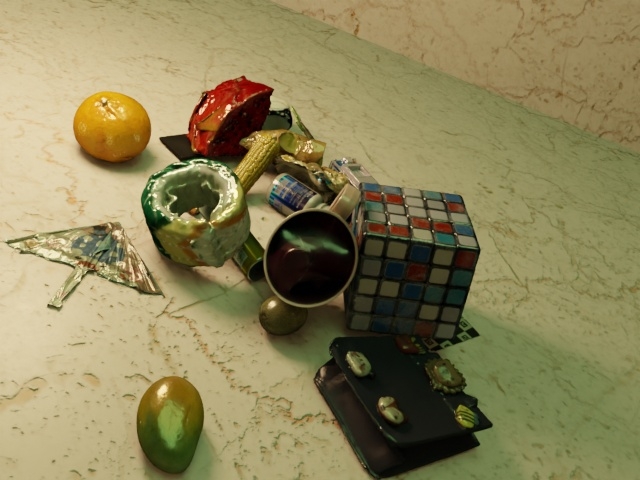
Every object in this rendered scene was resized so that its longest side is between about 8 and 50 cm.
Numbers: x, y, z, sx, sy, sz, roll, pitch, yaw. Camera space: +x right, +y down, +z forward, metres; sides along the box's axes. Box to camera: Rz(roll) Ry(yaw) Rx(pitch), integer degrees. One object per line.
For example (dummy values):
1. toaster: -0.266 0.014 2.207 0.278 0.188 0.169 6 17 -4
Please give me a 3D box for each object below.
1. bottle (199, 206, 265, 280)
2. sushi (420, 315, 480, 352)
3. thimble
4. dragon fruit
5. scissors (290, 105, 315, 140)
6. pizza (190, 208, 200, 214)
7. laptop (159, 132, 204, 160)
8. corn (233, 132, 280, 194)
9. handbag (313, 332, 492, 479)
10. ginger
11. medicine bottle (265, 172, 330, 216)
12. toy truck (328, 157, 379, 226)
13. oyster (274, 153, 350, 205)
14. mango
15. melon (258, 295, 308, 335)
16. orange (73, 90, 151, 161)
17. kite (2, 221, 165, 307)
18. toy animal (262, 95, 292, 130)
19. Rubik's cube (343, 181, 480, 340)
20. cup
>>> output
1. bottle: -0.229 -0.012 1.835 0.082 0.082 0.286 -10 44 -37
2. sushi: 0.316 0.203 1.858 0.210 0.040 0.193 -8 43 -36
3. thimble: -0.308 -0.066 1.726 0.254 0.167 0.288 -24 50 -13
4. dragon fruit: -0.327 -0.377 2.241 0.302 0.240 0.330 -36 35 -23
5. scissors: -0.048 -0.379 2.403 0.187 0.020 0.134 52 13 -36
6. pizza: -0.343 -0.134 1.986 0.176 0.036 0.185 2 38 -26
7. laptop: -0.408 -0.307 2.217 0.197 0.016 0.135 -16 48 -44
8. corn: -0.201 -0.223 2.052 0.080 0.080 0.238 30 77 14
9. handbag: 0.186 0.342 1.529 0.329 0.122 0.303 -3 40 -33
10. ginger: -0.119 -0.290 2.193 0.270 0.219 0.123 22 73 -4
11. medicine bottle: -0.061 -0.112 2.040 0.191 0.107 0.107 34 36 19
12. toy truck: 0.119 -0.124 2.110 0.124 0.155 0.268 -8 44 -37
13. oyster: -0.034 -0.196 2.083 0.223 0.214 0.083 41 68 -16
14. mango: -0.283 0.347 1.303 0.130 0.092 0.195 4 46 -27
15. melon: -0.087 0.176 1.633 0.130 0.098 0.098 -8 42 -48
16. orange: -0.604 -0.333 2.000 0.219 0.193 0.219 16 49 -20
17. kite: -0.551 0.045 1.644 0.405 0.014 0.368 19 33 -2
18. toy animal: -0.187 -0.443 2.411 0.165 0.138 0.179 7 35 -16
19. Rubik's cube: 0.217 0.049 1.756 0.292 0.287 0.292 8 30 -3
20. cup: -0.019 -0.002 1.640 0.208 0.289 0.273 7 4 -1
